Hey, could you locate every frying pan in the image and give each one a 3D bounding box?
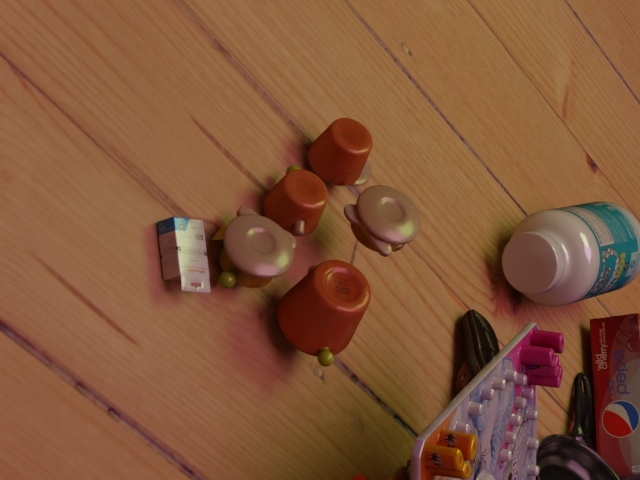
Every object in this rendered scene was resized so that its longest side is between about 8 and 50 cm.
[{"bbox_3d":[0.365,0.323,2.053,0.197,0.053,0.326,17,41,-35],"label":"frying pan"}]

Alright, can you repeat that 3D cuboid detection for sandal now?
[{"bbox_3d":[0.214,0.195,1.912,0.090,0.060,0.219,38,35,-46],"label":"sandal"}]

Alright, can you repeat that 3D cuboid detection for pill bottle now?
[{"bbox_3d":[0.379,0.021,2.110,0.264,0.146,0.146,-10,84,-52],"label":"pill bottle"}]

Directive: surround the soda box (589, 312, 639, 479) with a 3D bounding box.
[{"bbox_3d":[0.482,0.254,2.193,0.092,0.083,0.263,39,46,-55],"label":"soda box"}]

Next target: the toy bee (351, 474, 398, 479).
[{"bbox_3d":[0.101,0.345,1.643,0.195,0.162,0.298,-7,111,-47],"label":"toy bee"}]

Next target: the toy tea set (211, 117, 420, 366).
[{"bbox_3d":[0.000,0.000,1.690,0.200,0.124,0.336,36,46,1],"label":"toy tea set"}]

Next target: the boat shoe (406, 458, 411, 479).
[{"bbox_3d":[0.212,0.364,1.812,0.277,0.098,0.096,27,56,-33],"label":"boat shoe"}]

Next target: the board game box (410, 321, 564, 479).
[{"bbox_3d":[0.201,0.337,1.594,0.390,0.050,0.390,-32,124,-59],"label":"board game box"}]

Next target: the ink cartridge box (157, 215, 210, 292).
[{"bbox_3d":[-0.150,0.019,1.525,0.048,0.028,0.083,8,70,-51],"label":"ink cartridge box"}]
